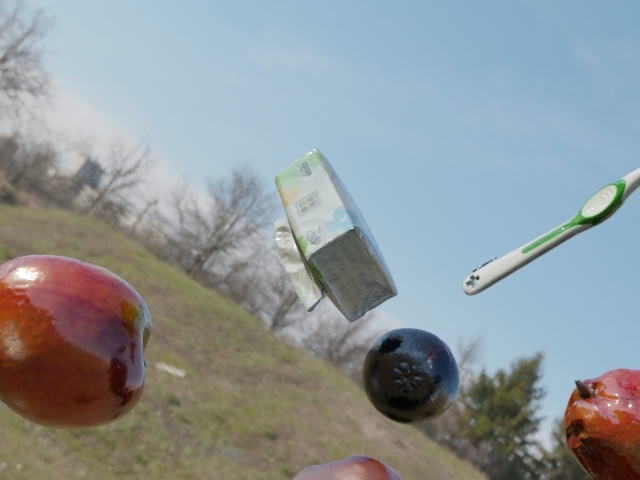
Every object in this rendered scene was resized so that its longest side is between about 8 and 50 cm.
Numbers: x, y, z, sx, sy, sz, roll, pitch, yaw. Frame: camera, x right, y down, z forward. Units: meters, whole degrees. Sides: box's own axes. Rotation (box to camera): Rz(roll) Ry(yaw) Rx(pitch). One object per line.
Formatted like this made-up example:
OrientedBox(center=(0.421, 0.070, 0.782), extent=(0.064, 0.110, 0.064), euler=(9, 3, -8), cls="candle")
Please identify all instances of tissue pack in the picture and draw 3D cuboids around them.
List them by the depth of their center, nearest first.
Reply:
OrientedBox(center=(0.000, 0.000, 1.530), extent=(0.159, 0.145, 0.229), euler=(56, 6, -38), cls="tissue pack")

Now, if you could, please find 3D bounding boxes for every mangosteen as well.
OrientedBox(center=(0.137, 0.205, 1.526), extent=(0.152, 0.152, 0.152), euler=(35, -9, 7), cls="mangosteen")

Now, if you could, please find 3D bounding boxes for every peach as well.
OrientedBox(center=(-0.386, 0.153, 1.475), extent=(0.281, 0.281, 0.238), euler=(41, 27, -28), cls="peach")

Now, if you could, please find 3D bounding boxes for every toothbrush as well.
OrientedBox(center=(0.349, -0.041, 1.276), extent=(0.040, 0.418, 0.042), euler=(37, 31, -38), cls="toothbrush")

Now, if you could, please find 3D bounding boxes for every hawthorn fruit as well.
OrientedBox(center=(0.392, 0.236, 1.238), extent=(0.179, 0.173, 0.173), euler=(25, -13, 19), cls="hawthorn fruit")

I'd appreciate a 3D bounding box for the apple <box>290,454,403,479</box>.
OrientedBox(center=(0.032, 0.409, 1.347), extent=(0.234, 0.234, 0.234), euler=(35, -9, 7), cls="apple")
